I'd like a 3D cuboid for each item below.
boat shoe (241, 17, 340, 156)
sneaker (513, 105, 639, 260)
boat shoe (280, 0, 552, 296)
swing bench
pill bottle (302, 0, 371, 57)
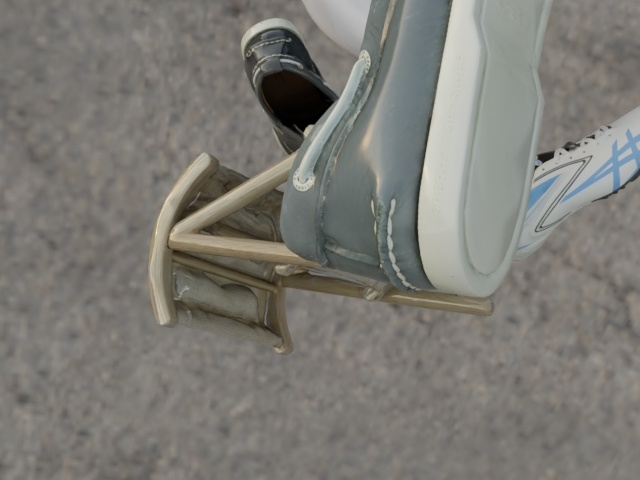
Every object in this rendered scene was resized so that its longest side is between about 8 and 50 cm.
[{"bbox_3d":[-0.007,-0.112,1.596,0.084,0.233,0.079,-29,42,6],"label":"boat shoe"},{"bbox_3d":[0.268,-0.075,1.686,0.086,0.237,0.085,50,8,-10],"label":"sneaker"},{"bbox_3d":[0.051,-0.132,0.720,0.099,0.116,0.319,2,72,27],"label":"boat shoe"},{"bbox_3d":[0.000,0.000,1.544,0.254,0.253,0.165,-12,75,23],"label":"swing bench"},{"bbox_3d":[0.128,-0.339,1.753,0.224,0.224,0.392,24,25,8],"label":"pill bottle"}]
